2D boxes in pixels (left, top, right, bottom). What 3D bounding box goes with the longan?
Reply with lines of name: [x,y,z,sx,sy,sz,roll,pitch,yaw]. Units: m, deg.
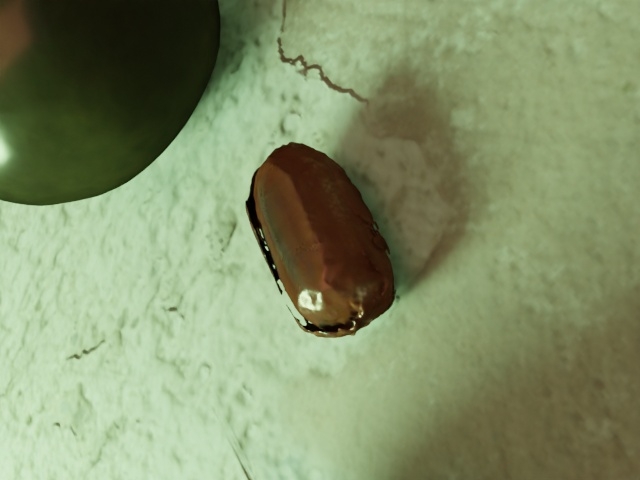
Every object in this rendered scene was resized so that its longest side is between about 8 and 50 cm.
longan: [-0.188,-0.139,0.712,0.246,0.215,0.246,-13,38,11]

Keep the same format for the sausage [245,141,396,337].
sausage: [0.000,0.000,0.625,0.076,0.076,0.141,-41,58,24]
